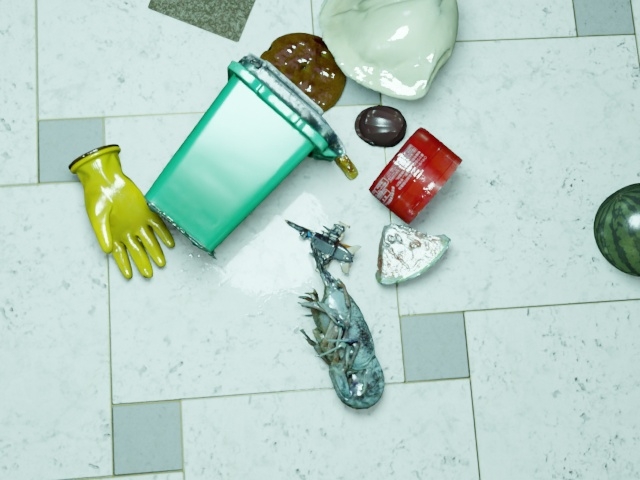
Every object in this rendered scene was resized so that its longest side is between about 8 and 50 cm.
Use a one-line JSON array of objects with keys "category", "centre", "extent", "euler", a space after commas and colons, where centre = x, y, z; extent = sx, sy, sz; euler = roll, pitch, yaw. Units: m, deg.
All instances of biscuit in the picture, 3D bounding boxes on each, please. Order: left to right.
[{"category": "biscuit", "centre": [-0.044, -0.388, 1.574], "extent": [0.212, 0.036, 0.212], "euler": [0, 83, -3]}]

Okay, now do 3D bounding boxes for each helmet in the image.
[{"category": "helmet", "centre": [0.142, -0.269, 1.553], "extent": [0.123, 0.070, 0.098], "euler": [12, 82, -3]}]

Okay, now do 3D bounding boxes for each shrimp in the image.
[{"category": "shrimp", "centre": [0.032, 0.190, 1.432], "extent": [0.137, 0.172, 0.372], "euler": [-30, 92, -2]}]

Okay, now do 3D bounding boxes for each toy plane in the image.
[{"category": "toy plane", "centre": [-0.003, 0.002, 1.510], "extent": [0.188, 0.062, 0.135], "euler": [28, 107, 3]}]

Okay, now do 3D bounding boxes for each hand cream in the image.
[{"category": "hand cream", "centre": [0.207, -0.143, 1.480], "extent": [0.125, 0.193, 0.193], "euler": [41, 81, 1]}]

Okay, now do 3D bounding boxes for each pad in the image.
[{"category": "pad", "centre": [-0.277, -0.581, 1.603], "extent": [0.234, 0.003, 0.158], "euler": [20, 81, -1]}]

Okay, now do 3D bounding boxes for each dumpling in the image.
[{"category": "dumpling", "centre": [0.155, -0.503, 1.515], "extent": [0.315, 0.233, 0.395], "euler": [16, 67, 1]}]

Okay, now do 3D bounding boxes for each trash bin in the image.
[{"category": "trash bin", "centre": [-0.167, -0.160, 1.433], "extent": [0.295, 0.259, 0.381], "euler": [40, 89, -8]}]

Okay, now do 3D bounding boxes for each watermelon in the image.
[{"category": "watermelon", "centre": [0.193, 0.019, 1.521], "extent": [0.187, 0.071, 0.139], "euler": [-31, 78, 1]}, {"category": "watermelon", "centre": [0.717, -0.022, 1.489], "extent": [0.212, 0.212, 0.212], "euler": [1, 82, -4]}]

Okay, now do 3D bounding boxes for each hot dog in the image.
[{"category": "hot dog", "centre": [0.054, -0.182, 1.553], "extent": [0.030, 0.034, 0.090], "euler": [-37, 85, -9]}]

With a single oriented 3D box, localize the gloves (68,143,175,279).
[{"category": "gloves", "centre": [-0.429, -0.055, 1.477], "extent": [0.133, 0.116, 0.295], "euler": [-27, 91, 0]}]
